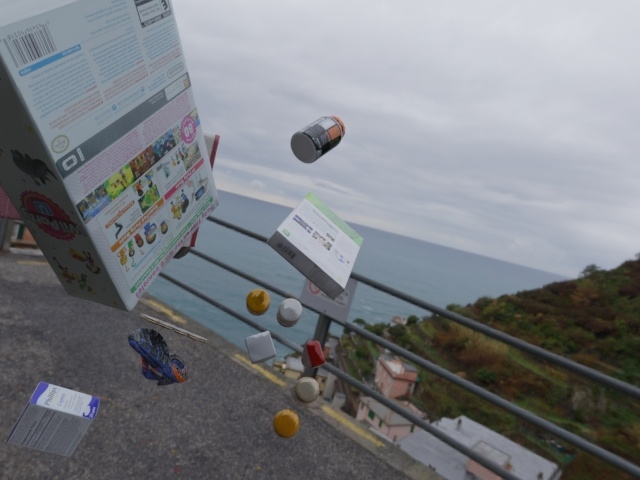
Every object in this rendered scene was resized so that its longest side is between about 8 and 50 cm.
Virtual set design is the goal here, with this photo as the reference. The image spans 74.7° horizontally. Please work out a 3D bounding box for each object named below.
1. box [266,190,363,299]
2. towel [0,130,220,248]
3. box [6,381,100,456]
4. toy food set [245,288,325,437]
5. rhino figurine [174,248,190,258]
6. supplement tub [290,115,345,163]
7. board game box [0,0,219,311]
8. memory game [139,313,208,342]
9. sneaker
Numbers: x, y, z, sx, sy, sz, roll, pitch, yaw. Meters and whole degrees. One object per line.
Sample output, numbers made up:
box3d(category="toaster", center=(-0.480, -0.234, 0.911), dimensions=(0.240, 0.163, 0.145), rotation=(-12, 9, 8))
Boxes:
box3d(category="box", center=(0.000, 0.000, 1.195), dimensions=(0.232, 0.058, 0.322), rotation=(42, 29, -5))
box3d(category="towel", center=(-0.367, -0.124, 0.749), dimensions=(0.329, 0.236, 0.037), rotation=(12, 4, -27))
box3d(category="box", center=(-0.601, 0.405, 0.951), dimensions=(0.137, 0.126, 0.072), rotation=(30, 13, -25))
box3d(category="toy food set", center=(-0.061, 0.197, 0.706), dimensions=(0.111, 0.232, 0.104), rotation=(-16, -19, -16))
box3d(category="rhino figurine", center=(-0.380, -0.019, 0.863), dimensions=(0.244, 0.106, 0.073), rotation=(7, 20, 0))
box3d(category="supplement tub", center=(-0.004, -0.351, 1.435), dimensions=(0.117, 0.116, 0.190), rotation=(17, 42, 33))
box3d(category="board game box", center=(-0.229, -0.106, 0.466), dimensions=(0.098, 0.303, 0.224), rotation=(10, 42, 15))
box3d(category="memory game", center=(-0.378, 0.229, 1.086), dimensions=(0.186, 0.012, 0.186), rotation=(20, -16, 6))
box3d(category="sneaker", center=(-0.419, 0.305, 1.052), dimensions=(0.087, 0.221, 0.083), rotation=(-24, 38, -3))
